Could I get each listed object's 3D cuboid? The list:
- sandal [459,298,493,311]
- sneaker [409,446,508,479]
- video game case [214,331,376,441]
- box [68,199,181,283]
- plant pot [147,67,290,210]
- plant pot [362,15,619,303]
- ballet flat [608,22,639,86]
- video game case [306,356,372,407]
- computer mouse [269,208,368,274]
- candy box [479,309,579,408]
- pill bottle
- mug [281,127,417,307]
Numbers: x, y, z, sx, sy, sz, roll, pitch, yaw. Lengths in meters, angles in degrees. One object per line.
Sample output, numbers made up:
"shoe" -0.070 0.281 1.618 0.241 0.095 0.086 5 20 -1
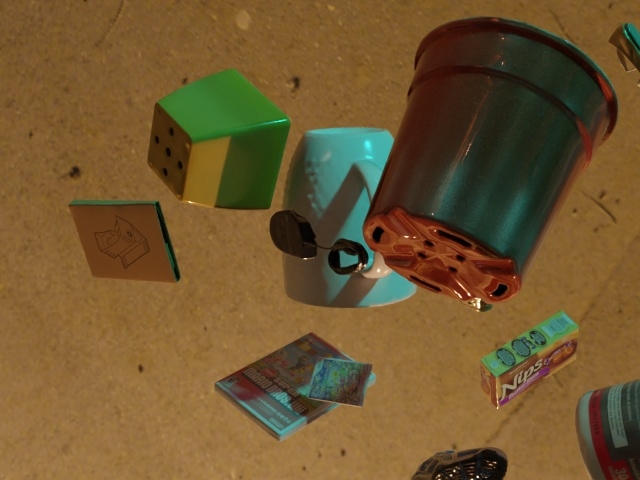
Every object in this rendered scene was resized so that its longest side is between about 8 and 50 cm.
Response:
"sandal" 0.280 0.089 1.526 0.088 0.240 0.079 -26 91 -19
"sneaker" 0.198 0.345 1.286 0.080 0.081 0.211 42 133 -11
"video game case" -0.051 0.301 1.806 0.285 0.204 0.025 -23 131 -40
"box" -0.366 0.001 1.594 0.201 0.021 0.164 2 119 27
"plant pot" -0.210 -0.182 1.632 0.187 0.212 0.212 -14 135 -37
"plant pot" 0.192 -0.083 1.056 0.272 0.272 0.265 44 63 -37
"ballet flat" 0.769 -0.408 2.026 0.080 0.232 0.073 -20 165 -45
"video game case" 0.037 0.277 1.680 0.011 0.122 0.087 44 56 -51
"computer mouse" 0.000 0.000 1.216 0.041 0.242 0.071 -16 111 -30
"candy box" 0.381 0.217 1.562 0.187 0.053 0.109 -29 139 -14
"pill bottle" 0.530 0.255 1.163 0.318 0.176 0.176 -24 134 33
"mug" 0.069 -0.049 1.677 0.276 0.374 0.328 -5 102 -14
